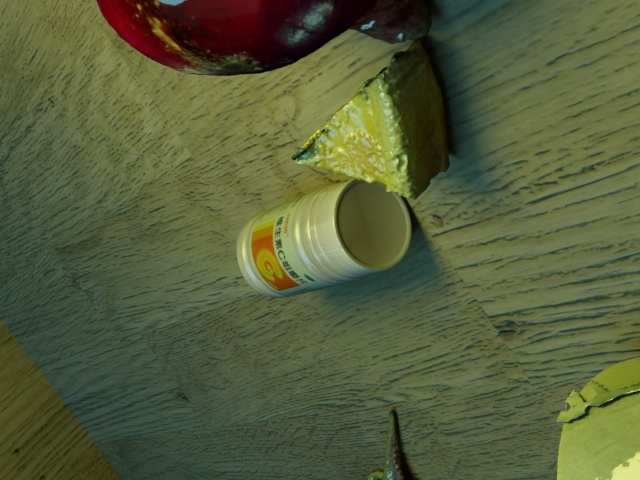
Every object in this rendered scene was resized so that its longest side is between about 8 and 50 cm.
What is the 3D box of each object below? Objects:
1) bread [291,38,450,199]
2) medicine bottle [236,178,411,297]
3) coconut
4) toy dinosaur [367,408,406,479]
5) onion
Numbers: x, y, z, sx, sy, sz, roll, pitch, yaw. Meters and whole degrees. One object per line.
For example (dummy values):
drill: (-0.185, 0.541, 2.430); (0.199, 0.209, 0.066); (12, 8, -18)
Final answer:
bread: (0.050, -0.144, 1.153); (0.160, 0.140, 0.169); (8, 126, 31)
medicine bottle: (0.000, 0.000, 1.366); (0.250, 0.133, 0.133); (-16, 111, 54)
coconut: (0.385, 0.270, 1.043); (0.323, 0.323, 0.323); (31, 143, 27)
toy dinosaur: (0.136, 0.404, 1.691); (0.200, 0.072, 0.251); (-33, 84, 47)
onion: (-0.031, -0.298, 0.990); (0.385, 0.347, 0.348); (28, 162, -36)
